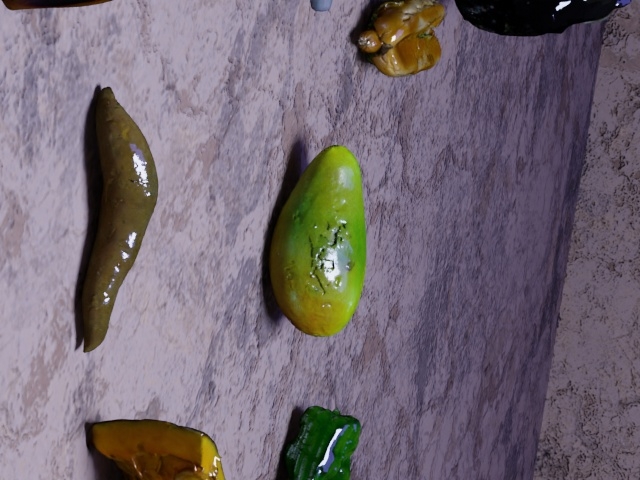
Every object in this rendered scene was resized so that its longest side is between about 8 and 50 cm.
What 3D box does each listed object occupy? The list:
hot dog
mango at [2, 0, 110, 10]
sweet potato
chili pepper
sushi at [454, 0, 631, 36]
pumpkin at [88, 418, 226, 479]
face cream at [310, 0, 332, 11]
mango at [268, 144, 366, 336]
[{"bbox_3d":[0.111,-0.275,2.207,0.269,0.072,0.109,-27,121,-68],"label":"hot dog"},{"bbox_3d":[-0.197,-0.272,1.245,0.287,0.153,0.201,-9,117,-67],"label":"mango"},{"bbox_3d":[-0.187,-0.017,1.525,0.069,0.059,0.249,-6,109,-49],"label":"sweet potato"},{"bbox_3d":[-0.020,0.335,2.100,0.253,0.083,0.099,-71,157,-14],"label":"chili pepper"},{"bbox_3d":[0.309,-0.483,2.342,0.328,0.328,0.285,-52,134,-29],"label":"sushi"},{"bbox_3d":[-0.156,0.311,1.630,0.280,0.139,0.190,63,40,-56],"label":"pumpkin"},{"bbox_3d":[0.004,-0.410,1.823,0.092,0.092,0.311,-38,134,-62],"label":"face cream"},{"bbox_3d":[0.000,0.000,1.963,0.125,0.111,0.232,-16,112,-73],"label":"mango"}]
